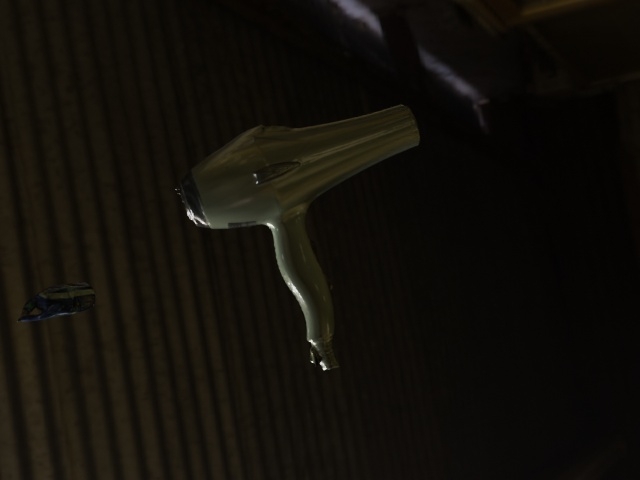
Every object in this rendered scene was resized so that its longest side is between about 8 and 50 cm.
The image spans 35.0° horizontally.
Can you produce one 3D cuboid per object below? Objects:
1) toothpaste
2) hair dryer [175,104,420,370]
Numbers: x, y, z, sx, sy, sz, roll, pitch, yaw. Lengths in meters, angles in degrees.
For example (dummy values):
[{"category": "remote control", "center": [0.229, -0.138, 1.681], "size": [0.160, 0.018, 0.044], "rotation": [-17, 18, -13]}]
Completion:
[{"category": "toothpaste", "center": [-0.158, 0.037, 0.619], "size": [0.019, 0.027, 0.083], "rotation": [48, -169, 7]}, {"category": "hair dryer", "center": [0.015, -0.030, 0.929], "size": [0.225, 0.219, 0.088], "rotation": [50, 178, -2]}]
